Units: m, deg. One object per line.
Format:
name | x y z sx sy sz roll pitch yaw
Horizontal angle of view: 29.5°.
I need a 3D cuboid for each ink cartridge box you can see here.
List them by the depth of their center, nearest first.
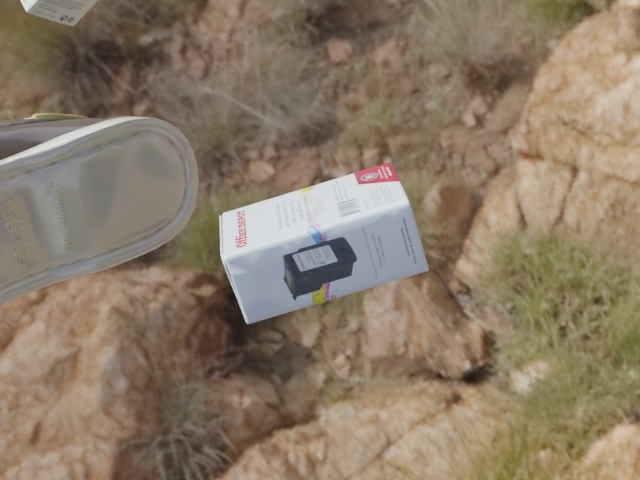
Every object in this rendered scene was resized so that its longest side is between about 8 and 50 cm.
ink cartridge box | 0.000 0.000 1.133 0.175 0.072 0.127 -17 21 2

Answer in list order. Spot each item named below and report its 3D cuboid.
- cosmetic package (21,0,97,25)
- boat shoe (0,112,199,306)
cosmetic package | -0.135 -0.187 0.715 0.115 0.041 0.060 -37 67 25
boat shoe | -0.230 -0.011 0.722 0.324 0.116 0.097 -20 20 -36
